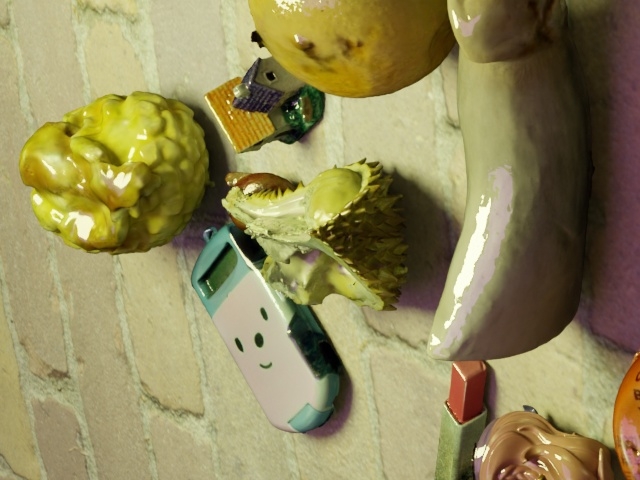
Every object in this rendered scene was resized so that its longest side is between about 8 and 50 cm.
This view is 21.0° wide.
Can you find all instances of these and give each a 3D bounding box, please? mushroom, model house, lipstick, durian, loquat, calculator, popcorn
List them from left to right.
[{"bbox_3d":[-0.253,-0.082,2.159,0.251,0.236,0.206,-61,-34,-84],"label":"popcorn"},{"bbox_3d":[-0.080,-0.046,2.080,0.129,0.073,0.088,23,155,49],"label":"mushroom"},{"bbox_3d":[-0.065,-0.155,1.974,0.088,0.100,0.100,62,144,11],"label":"model house"},{"bbox_3d":[-0.070,0.104,2.161,0.293,0.051,0.173,59,146,14],"label":"calculator"},{"bbox_3d":[0.000,0.000,1.912,0.306,0.166,0.172,24,124,58],"label":"durian"},{"bbox_3d":[0.048,-0.256,1.675,0.244,0.244,0.244,29,129,43],"label":"loquat"},{"bbox_3d":[0.152,0.265,1.942,0.051,0.051,0.312,35,132,41],"label":"lipstick"},{"bbox_3d":[0.181,-0.085,1.617,0.126,0.177,0.397,19,121,36],"label":"mushroom"}]

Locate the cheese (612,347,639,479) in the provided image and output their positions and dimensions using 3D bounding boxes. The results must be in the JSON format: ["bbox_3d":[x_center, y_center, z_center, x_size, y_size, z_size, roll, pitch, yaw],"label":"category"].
[{"bbox_3d":[0.339,0.124,1.553,0.217,0.129,0.329,-6,91,58],"label":"cheese"}]

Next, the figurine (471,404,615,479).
[{"bbox_3d":[0.223,0.233,1.776,0.114,0.126,0.157,34,159,-27],"label":"figurine"}]
